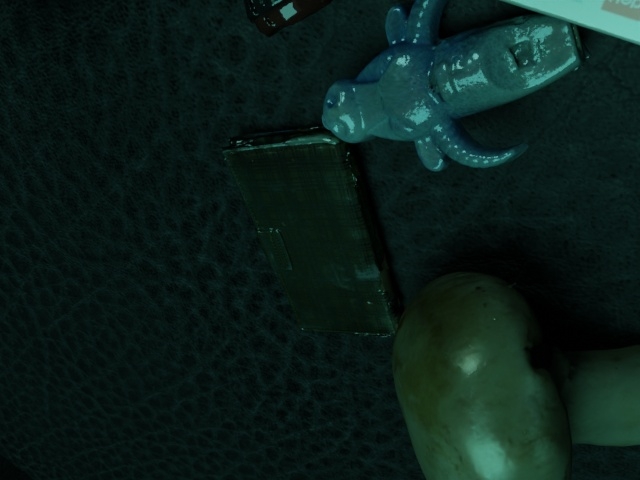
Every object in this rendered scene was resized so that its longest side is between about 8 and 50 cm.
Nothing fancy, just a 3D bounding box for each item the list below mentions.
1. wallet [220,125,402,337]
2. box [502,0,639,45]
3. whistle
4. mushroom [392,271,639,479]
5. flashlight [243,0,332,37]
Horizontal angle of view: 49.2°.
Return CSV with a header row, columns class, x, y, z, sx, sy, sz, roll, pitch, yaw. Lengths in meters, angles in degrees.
class,x,y,z,sx,sy,sz,roll,pitch,yaw
wallet,0.000,-0.001,0.899,0.169,0.044,0.317,0,129,27
box,0.152,-0.258,0.532,0.269,0.079,0.135,22,122,12
whistle,0.112,-0.148,0.663,0.269,0.093,0.180,-14,95,37
mushroom,0.233,0.163,0.793,0.290,0.292,0.292,-12,127,0
flashlight,-0.074,-0.308,0.639,0.093,0.093,0.232,-14,116,39
